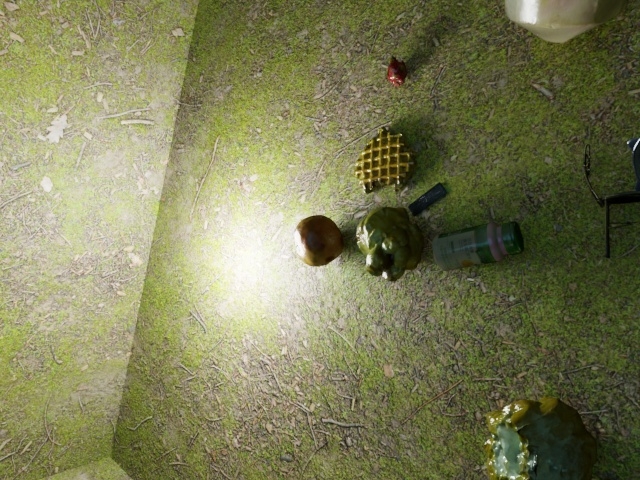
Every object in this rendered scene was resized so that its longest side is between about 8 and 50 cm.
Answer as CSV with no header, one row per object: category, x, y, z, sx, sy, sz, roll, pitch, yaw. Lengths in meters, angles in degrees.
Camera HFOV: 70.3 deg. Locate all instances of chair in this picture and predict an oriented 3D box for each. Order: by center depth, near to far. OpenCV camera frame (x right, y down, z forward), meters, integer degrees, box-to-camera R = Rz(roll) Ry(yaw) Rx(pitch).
chair,0.851,-0.115,1.284,0.170,0.160,0.325,-7,83,34

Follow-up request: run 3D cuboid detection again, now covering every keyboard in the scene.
keyboard,0.400,-0.153,1.708,0.155,0.010,0.053,-39,65,27

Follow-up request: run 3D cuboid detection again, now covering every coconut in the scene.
coconut,0.724,-0.752,1.339,0.353,0.353,0.352,-4,83,36

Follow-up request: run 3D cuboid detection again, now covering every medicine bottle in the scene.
medicine bottle,0.526,0.017,1.524,0.274,0.133,0.133,-16,76,34

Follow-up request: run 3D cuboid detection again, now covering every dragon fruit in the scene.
dragon fruit,0.298,-0.669,1.791,0.086,0.081,0.116,-5,83,47

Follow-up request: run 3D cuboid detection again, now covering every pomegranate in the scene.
pomegranate,0.000,0.000,1.873,0.215,0.215,0.215,-4,83,36

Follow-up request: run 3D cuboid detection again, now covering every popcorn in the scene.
popcorn,0.252,0.020,1.645,0.276,0.276,0.225,52,135,28

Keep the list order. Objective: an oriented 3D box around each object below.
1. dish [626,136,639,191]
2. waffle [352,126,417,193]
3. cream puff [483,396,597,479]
dish,0.965,-0.226,1.235,0.228,0.086,0.236,41,143,52
waffle,0.254,-0.301,1.806,0.291,0.051,0.291,-6,80,38
cream puff,0.644,0.609,1.343,0.275,0.270,0.323,4,88,2
